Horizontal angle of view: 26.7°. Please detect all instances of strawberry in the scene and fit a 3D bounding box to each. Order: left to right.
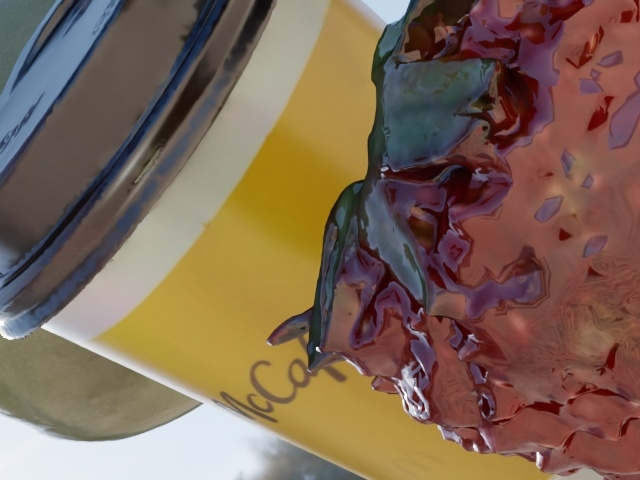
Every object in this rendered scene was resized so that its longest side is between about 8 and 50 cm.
[{"bbox_3d":[0.100,0.008,0.356,0.087,0.208,0.167,-83,9,-61],"label":"strawberry"}]

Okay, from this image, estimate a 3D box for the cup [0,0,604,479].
[{"bbox_3d":[0.000,0.000,0.539,0.196,0.280,0.196,-46,22,24],"label":"cup"}]

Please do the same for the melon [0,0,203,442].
[{"bbox_3d":[-0.128,-0.029,0.784,0.272,0.272,0.307,3,-88,-68],"label":"melon"}]
